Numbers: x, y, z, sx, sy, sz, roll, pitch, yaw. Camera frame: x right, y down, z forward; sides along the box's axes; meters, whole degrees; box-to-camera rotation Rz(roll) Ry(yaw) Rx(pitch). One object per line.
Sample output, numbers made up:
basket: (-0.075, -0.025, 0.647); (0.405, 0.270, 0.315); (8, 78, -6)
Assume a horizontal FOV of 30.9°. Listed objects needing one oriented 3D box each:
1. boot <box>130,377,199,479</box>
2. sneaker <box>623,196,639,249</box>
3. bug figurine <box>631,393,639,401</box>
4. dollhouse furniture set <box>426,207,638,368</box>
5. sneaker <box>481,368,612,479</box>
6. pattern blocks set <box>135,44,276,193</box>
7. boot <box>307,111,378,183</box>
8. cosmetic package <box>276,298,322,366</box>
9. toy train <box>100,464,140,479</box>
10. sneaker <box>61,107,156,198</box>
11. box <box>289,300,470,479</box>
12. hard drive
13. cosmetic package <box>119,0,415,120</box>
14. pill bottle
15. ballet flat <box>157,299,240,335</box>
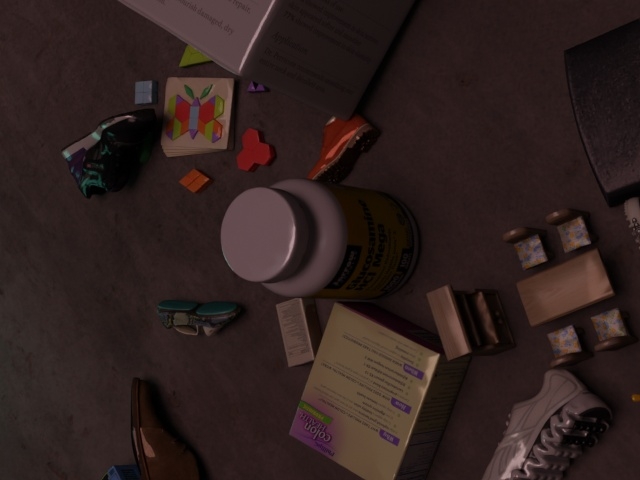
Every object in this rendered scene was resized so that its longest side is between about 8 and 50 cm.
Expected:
boot: (-0.296, 0.396, 2.175); (0.115, 0.112, 0.305); (-11, 63, -9)
sneaker: (0.545, 0.037, 1.605); (0.146, 0.102, 0.293); (-33, 70, 27)
bug figurine: (0.544, 0.312, 1.607); (0.216, 0.072, 0.279); (-3, 82, 29)
dollhouse furniture set: (0.310, 0.089, 1.726); (0.242, 0.161, 0.212); (-26, 73, 30)
sneaker: (0.314, 0.319, 1.757); (0.292, 0.110, 0.118); (-53, 43, 20)
pattern blocks set: (-0.231, -0.235, 2.199); (0.325, 0.026, 0.285); (-12, 80, 34)
boot: (0.023, -0.157, 2.006); (0.158, 0.059, 0.084); (-47, 60, 13)
cosmetic package: (-0.034, 0.160, 2.029); (0.060, 0.041, 0.115); (-18, 77, 32)
toy train: (-0.399, 0.519, 2.237); (0.184, 0.080, 0.105); (-52, 53, 23)
sneaker: (-0.390, -0.165, 2.254); (0.283, 0.107, 0.124); (-23, 86, 49)
box: (0.096, 0.250, 1.889); (0.214, 0.117, 0.243); (24, 100, 33)
hard drive: (0.455, -0.193, 1.710); (0.172, 0.054, 0.254); (-20, 76, 32)
cosmetic package: (-0.053, -0.463, 1.892); (0.327, 0.329, 0.393); (35, 100, 32)
pill bottle: (0.000, 0.000, 1.839); (0.188, 0.334, 0.187); (-2, 86, 34)
ballet flat: (-0.220, 0.146, 2.154); (0.188, 0.070, 0.070); (3, 89, 36)
